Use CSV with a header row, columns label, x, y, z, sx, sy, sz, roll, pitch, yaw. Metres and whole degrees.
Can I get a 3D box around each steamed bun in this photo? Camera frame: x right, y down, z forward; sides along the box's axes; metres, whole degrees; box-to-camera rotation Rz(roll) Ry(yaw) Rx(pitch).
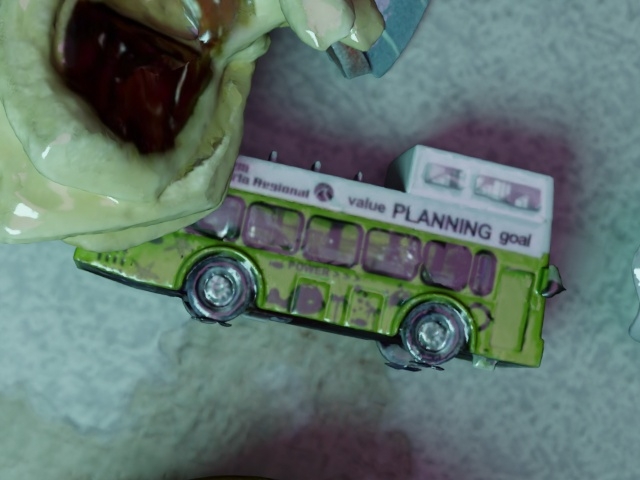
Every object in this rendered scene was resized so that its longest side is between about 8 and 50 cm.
label,x,y,z,sx,sy,sz,roll,pitch,yaw
steamed bun,-0.071,-0.204,0.756,0.247,0.189,0.428,9,66,-26

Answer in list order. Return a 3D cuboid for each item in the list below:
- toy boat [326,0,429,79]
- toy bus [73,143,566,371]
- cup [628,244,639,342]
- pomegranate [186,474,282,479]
label,x,y,z,sx,sy,sz,roll,pitch,yaw
toy boat,0.048,-0.174,0.899,0.122,0.034,0.096,-34,100,-10
toy bus,0.000,0.000,0.851,0.301,0.113,0.139,12,83,-8
cup,0.298,0.026,0.862,0.173,0.167,0.300,7,122,19
pomegranate,-0.067,0.291,0.747,0.319,0.319,0.319,0,88,-10
